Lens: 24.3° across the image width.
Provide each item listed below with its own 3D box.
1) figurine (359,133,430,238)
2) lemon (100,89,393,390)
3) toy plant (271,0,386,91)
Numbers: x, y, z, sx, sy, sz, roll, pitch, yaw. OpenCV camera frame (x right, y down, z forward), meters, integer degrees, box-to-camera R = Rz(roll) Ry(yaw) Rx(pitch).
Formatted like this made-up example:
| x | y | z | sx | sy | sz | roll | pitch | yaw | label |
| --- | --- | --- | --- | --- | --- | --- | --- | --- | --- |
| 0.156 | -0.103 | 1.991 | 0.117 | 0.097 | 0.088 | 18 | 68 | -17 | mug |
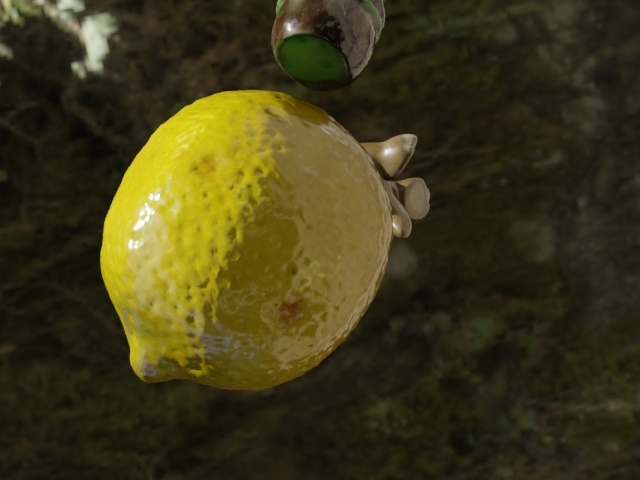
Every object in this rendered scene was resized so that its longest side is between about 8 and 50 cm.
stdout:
| x | y | z | sx | sy | sz | roll | pitch | yaw | label |
| --- | --- | --- | --- | --- | --- | --- | --- | --- | --- |
| -0.003 | 0.003 | 1.640 | 0.177 | 0.247 | 0.173 | 68 | -161 | -59 | figurine |
| -0.061 | 0.005 | 1.197 | 0.228 | 0.228 | 0.253 | 100 | -166 | -65 | lemon |
| 0.015 | -0.207 | 1.237 | 0.092 | 0.093 | 0.162 | 93 | -167 | -57 | toy plant |
